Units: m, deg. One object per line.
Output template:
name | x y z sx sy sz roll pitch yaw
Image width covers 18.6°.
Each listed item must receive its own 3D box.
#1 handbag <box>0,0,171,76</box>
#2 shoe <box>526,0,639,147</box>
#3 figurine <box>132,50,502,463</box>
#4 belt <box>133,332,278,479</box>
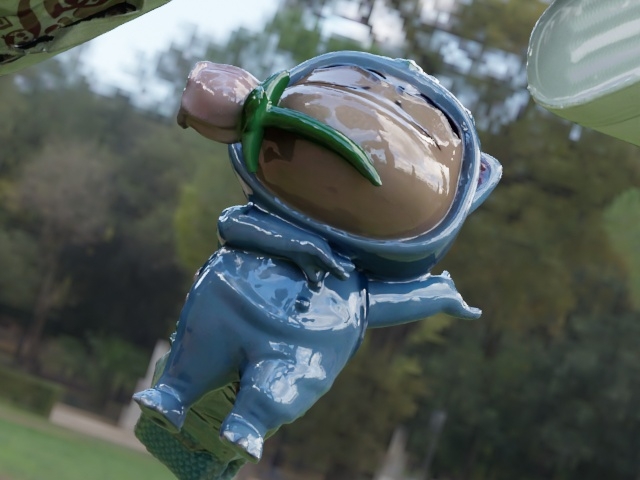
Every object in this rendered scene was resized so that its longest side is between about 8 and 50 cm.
handbag | -0.180 -0.206 1.372 0.127 0.235 0.213 59 -17 19
shoe | 0.315 -0.142 1.242 0.160 0.132 0.363 25 -35 -38
figurine | -0.004 -0.003 0.764 0.114 0.178 0.144 25 -17 23
belt | -0.042 0.063 0.977 0.072 0.087 0.302 33 -20 -1
